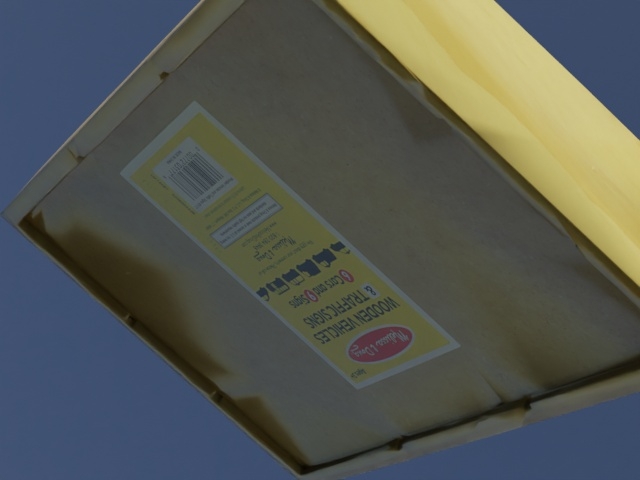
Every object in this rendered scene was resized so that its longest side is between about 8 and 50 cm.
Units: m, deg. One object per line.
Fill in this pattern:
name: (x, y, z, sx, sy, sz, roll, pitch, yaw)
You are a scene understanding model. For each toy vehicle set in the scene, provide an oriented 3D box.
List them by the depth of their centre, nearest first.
toy vehicle set: (0.000, 0.000, 0.547, 0.166, 0.035, 0.267, 43, -28, -10)
